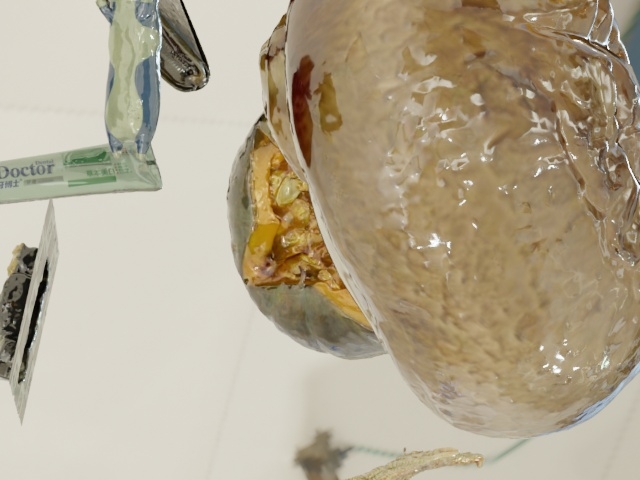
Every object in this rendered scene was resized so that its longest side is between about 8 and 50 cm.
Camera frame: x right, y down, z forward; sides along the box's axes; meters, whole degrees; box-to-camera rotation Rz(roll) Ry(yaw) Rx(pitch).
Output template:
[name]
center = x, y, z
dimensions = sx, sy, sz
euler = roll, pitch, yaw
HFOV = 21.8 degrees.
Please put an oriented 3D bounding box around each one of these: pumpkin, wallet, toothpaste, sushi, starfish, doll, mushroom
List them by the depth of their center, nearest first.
[mushroom]
center = 0.064, -0.037, 0.698
dimensions = 0.153, 0.253, 0.253
euler = -19, 130, 10
[doll]
center = -0.109, -0.109, 0.962
dimensions = 0.027, 0.037, 0.125
euler = 0, 92, -65
[pumpkin]
center = 0.000, 0.000, 1.072
dimensions = 0.119, 0.183, 0.107
euler = -12, 164, -46
[wallet]
center = -0.135, -0.196, 1.163
dimensions = 0.031, 0.198, 0.110
euler = -32, 136, 11
[toothpaste]
center = -0.263, -0.063, 1.624
dimensions = 0.218, 0.064, 0.041
euler = -9, 154, -22
[starfish]
center = 0.059, 0.245, 1.687
dimensions = 0.231, 0.048, 0.295
euler = -2, 158, -46
[sushi]
center = -0.334, 0.074, 1.803
dimensions = 0.050, 0.215, 0.192
euler = 10, 158, -2
